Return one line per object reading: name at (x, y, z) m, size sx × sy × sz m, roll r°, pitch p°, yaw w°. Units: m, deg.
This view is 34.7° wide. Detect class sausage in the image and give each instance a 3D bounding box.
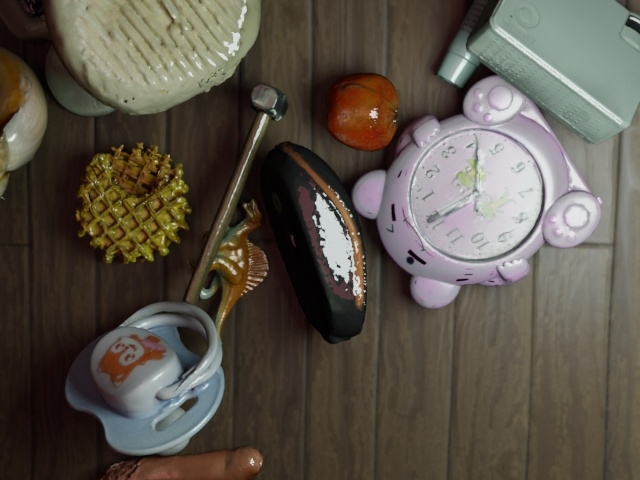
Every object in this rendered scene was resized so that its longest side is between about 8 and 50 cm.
sausage at (-0.237, 0.392, 1.714) m, size 0.304 × 0.078 × 0.078 m, roll -11°, pitch 94°, yaw 11°

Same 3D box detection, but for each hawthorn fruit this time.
hawthorn fruit at (0.064, -0.199, 1.589) m, size 0.128 × 0.128 × 0.128 m, roll 1°, pitch 96°, yaw 8°

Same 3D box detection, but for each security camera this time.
security camera at (-0.421, -0.341, 1.667) m, size 0.157 × 0.080 × 0.301 m, roll -32°, pitch 93°, yaw 9°

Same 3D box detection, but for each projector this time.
projector at (0.355, -0.285, 1.490) m, size 0.257 × 0.099 × 0.192 m, roll 34°, pitch 65°, yaw -10°

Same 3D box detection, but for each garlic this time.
garlic at (-0.595, -0.177, 1.642) m, size 0.313 × 0.249 × 0.286 m, roll 31°, pitch 117°, yaw 24°

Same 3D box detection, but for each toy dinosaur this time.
toy dinosaur at (-0.140, 0.050, 1.684) m, size 0.142 × 0.057 × 0.212 m, roll -18°, pitch 104°, yaw -6°

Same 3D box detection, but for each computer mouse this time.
computer mouse at (0.005, -0.002, 1.587) m, size 0.116 × 0.183 × 0.323 m, roll -20°, pitch 96°, yaw -15°

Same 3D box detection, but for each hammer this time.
hammer at (-0.141, -0.071, 1.614) m, size 0.043 × 0.111 × 0.365 m, roll 23°, pitch 92°, yaw 6°

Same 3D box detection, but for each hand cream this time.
hand cream at (0.279, -0.387, 1.566) m, size 0.085 × 0.058 × 0.331 m, roll 30°, pitch 99°, yaw 5°

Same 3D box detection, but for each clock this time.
clock at (0.233, -0.067, 1.579) m, size 0.322 × 0.113 × 0.295 m, roll -33°, pitch 91°, yaw 11°

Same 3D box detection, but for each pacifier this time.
pacifier at (-0.262, 0.254, 1.659) m, size 0.244 × 0.299 × 0.233 m, roll -33°, pitch 134°, yaw -25°

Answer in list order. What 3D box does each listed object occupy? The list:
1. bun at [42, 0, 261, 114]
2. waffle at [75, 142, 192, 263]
bun at (-0.248, -0.376, 1.564) m, size 0.360 × 0.211 × 0.359 m, roll 0°, pitch 98°, yaw -2°
waffle at (-0.311, -0.060, 1.679) m, size 0.193 × 0.070 × 0.197 m, roll -8°, pitch 95°, yaw 10°
